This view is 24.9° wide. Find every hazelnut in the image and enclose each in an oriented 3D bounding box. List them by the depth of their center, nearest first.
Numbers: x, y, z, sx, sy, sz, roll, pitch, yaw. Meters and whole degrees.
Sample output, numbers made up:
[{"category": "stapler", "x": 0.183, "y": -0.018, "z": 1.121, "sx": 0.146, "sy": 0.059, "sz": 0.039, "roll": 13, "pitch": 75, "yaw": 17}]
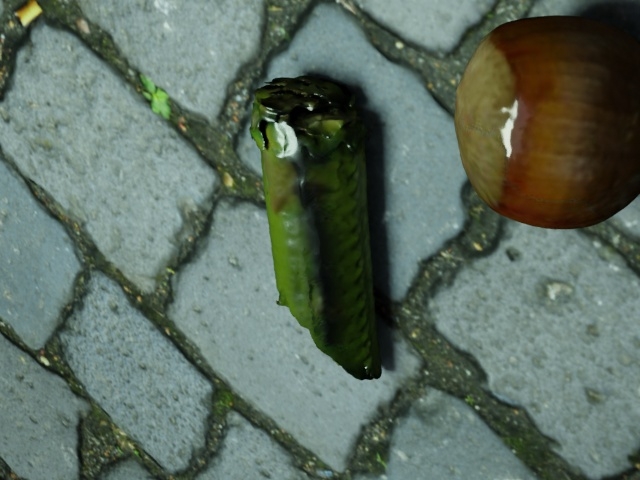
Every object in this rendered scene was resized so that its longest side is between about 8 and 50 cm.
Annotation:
[{"category": "hazelnut", "x": 0.228, "y": -0.109, "z": 1.372, "sx": 0.214, "sy": 0.176, "sz": 0.214, "roll": 5, "pitch": 131, "yaw": 5}]

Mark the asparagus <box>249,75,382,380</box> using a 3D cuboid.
[{"category": "asparagus", "x": 0.000, "y": 0.000, "z": 1.654, "sx": 0.108, "sy": 0.128, "sz": 0.382, "roll": -129, "pitch": 28, "yaw": -58}]
